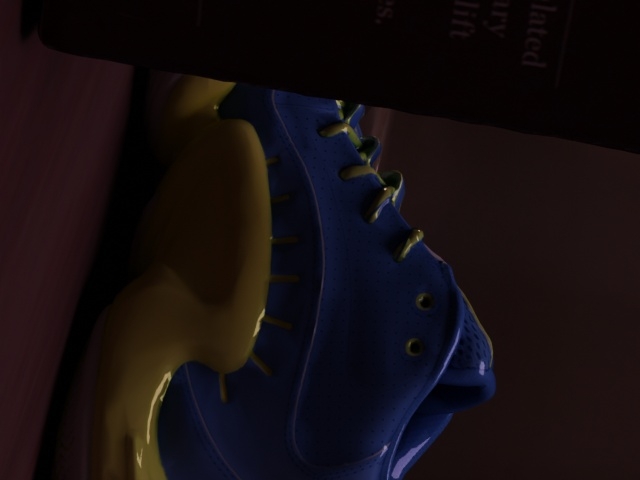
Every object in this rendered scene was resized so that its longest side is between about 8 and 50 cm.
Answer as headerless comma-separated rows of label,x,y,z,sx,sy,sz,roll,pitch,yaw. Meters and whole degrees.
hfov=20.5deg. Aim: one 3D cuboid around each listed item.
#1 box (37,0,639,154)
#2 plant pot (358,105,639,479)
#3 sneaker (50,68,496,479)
box,0.052,-0.132,0.439,0.167,0.203,0.168,-71,171,-64
plant pot,0.098,0.029,0.902,0.323,0.280,0.323,12,90,-85
sneaker,0.000,0.000,0.569,0.091,0.126,0.240,87,15,-71
